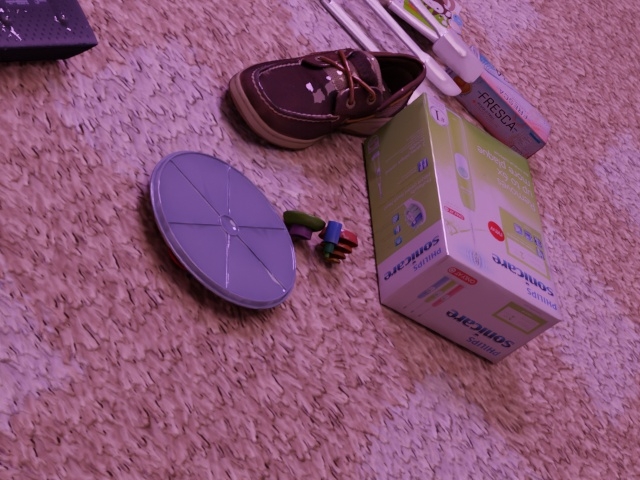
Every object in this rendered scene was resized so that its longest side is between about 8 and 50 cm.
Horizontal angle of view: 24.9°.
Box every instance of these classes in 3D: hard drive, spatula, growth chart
[{"bbox_3d":[-0.354,-0.293,1.508,0.172,0.054,0.254,-15,71,-56],"label":"hard drive"},{"bbox_3d":[0.120,-0.296,2.097,0.242,0.019,0.168,47,60,-5],"label":"spatula"},{"bbox_3d":[0.157,-0.380,2.247,0.172,0.021,0.237,30,34,-18],"label":"growth chart"}]

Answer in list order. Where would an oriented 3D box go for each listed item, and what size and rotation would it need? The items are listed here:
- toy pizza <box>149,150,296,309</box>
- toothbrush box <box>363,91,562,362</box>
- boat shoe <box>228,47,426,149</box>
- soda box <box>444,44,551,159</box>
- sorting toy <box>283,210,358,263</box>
[{"bbox_3d":[-0.108,-0.009,1.559,0.201,0.032,0.201,33,35,-28],"label":"toy pizza"},{"bbox_3d":[0.176,-0.017,1.844,0.206,0.122,0.283,29,40,-31],"label":"toothbrush box"},{"bbox_3d":[0.022,-0.197,1.822,0.342,0.123,0.123,-6,63,-54],"label":"boat shoe"},{"bbox_3d":[0.269,-0.207,2.205,0.183,0.058,0.063,44,33,-13],"label":"soda box"},{"bbox_3d":[0.000,0.000,1.678,0.102,0.061,0.042,22,77,-29],"label":"sorting toy"}]
